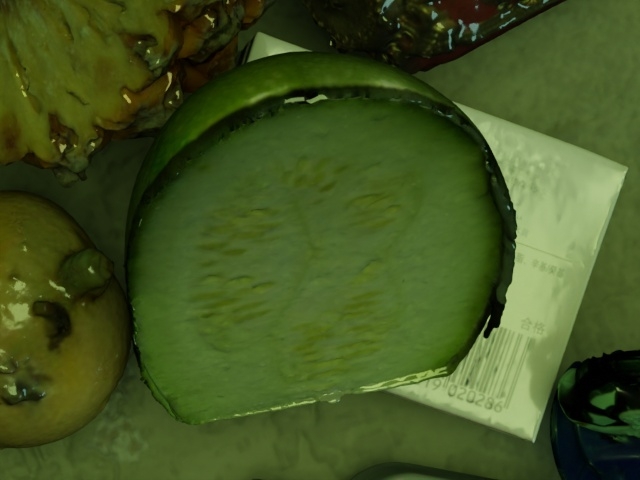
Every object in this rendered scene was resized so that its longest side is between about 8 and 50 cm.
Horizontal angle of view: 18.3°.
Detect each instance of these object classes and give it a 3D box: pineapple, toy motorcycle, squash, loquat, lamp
[{"bbox_3d":[-0.143,-0.139,1.323,0.344,0.286,0.209,24,114,29],"label":"pineapple"},{"bbox_3d":[0.288,0.137,1.365,0.331,0.196,0.125,17,67,-27],"label":"toy motorcycle"},{"bbox_3d":[0.000,0.000,1.157,0.233,0.309,0.210,-9,89,-7],"label":"squash"},{"bbox_3d":[-0.199,0.049,1.307,0.149,0.204,0.172,-10,80,-40],"label":"loquat"},{"bbox_3d":[0.109,-0.225,1.349,0.274,0.177,0.177,-29,92,-27],"label":"lamp"}]

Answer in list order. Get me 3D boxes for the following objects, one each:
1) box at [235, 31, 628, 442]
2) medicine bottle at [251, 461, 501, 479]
[{"bbox_3d":[0.044,-0.001,1.377,0.274,0.116,0.203,19,86,-5],"label":"box"},{"bbox_3d":[0.087,0.241,1.376,0.296,0.111,0.161,13,91,-6],"label":"medicine bottle"}]
